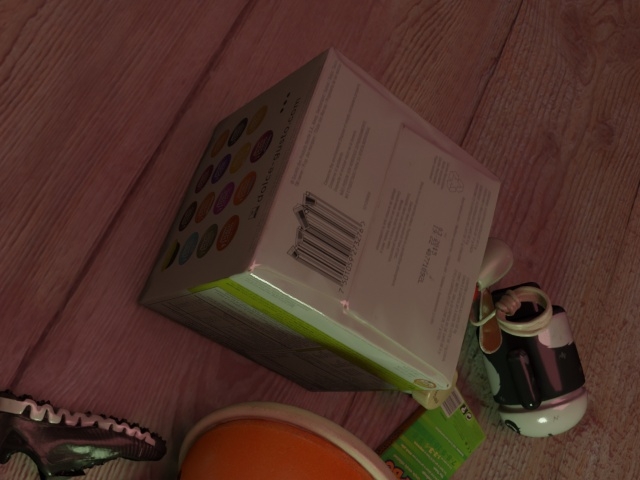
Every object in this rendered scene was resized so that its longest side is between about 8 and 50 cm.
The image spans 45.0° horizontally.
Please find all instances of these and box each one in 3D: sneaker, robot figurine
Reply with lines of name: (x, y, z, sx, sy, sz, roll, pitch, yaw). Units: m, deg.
sneaker: (-0.323, 0.276, 1.021, 0.234, 0.078, 0.106, 22, 72, -23)
robot figurine: (0.386, 0.222, 1.429, 0.209, 0.173, 0.278, -14, 88, -30)

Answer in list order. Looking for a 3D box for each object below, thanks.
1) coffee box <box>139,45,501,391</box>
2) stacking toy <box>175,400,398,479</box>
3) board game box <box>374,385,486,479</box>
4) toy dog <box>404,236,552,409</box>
coffee box: (0.000, 0.000, 1.127, 0.338, 0.334, 0.338, 32, 64, -26)
stacking toy: (-0.113, 0.448, 0.874, 0.350, 0.350, 0.480, 56, 35, -10)
board game box: (0.178, 0.373, 1.343, 0.259, 0.039, 0.124, -36, 99, -35)
toy dog: (0.222, 0.160, 1.336, 0.333, 0.161, 0.220, -30, 55, -5)
